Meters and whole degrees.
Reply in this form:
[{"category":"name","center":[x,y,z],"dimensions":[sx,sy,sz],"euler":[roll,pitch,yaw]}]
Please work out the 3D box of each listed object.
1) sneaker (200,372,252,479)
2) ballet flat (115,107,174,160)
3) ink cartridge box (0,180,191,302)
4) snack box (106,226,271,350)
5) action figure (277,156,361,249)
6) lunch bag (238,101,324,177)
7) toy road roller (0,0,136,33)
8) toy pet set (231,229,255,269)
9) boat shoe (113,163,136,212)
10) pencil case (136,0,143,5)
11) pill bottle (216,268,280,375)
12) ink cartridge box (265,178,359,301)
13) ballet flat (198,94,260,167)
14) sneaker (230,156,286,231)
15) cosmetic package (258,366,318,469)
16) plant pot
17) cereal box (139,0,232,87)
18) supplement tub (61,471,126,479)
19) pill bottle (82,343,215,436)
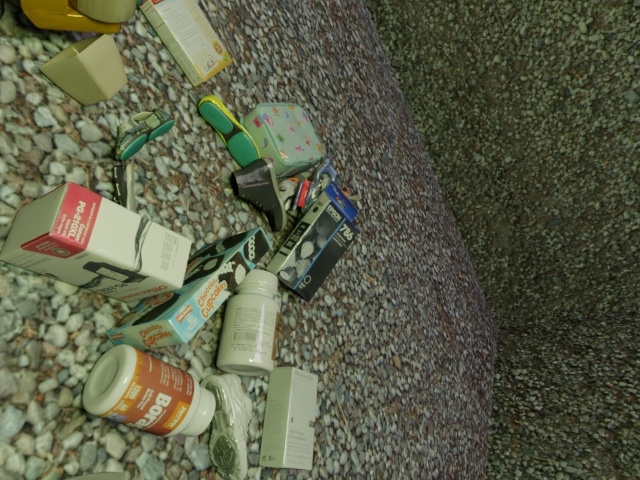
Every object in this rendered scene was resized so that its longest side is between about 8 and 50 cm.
[{"category":"sneaker","center":[-0.184,0.401,0.971],"dimensions":[0.115,0.090,0.232],"euler":[1,77,-60]},{"category":"ballet flat","center":[-0.394,-0.234,0.955],"dimensions":[0.070,0.070,0.188],"euler":[60,33,-22]},{"category":"ink cartridge box","center":[-0.373,0.016,0.762],"dimensions":[0.237,0.172,0.100],"euler":[34,50,-46]},{"category":"snack box","center":[-0.252,0.092,0.902],"dimensions":[0.060,0.187,0.322],"euler":[62,34,-19]},{"category":"action figure","center":[-0.030,-0.077,1.404],"dimensions":[0.330,0.178,0.341],"euler":[28,82,-41]},{"category":"lunch bag","center":[-0.113,-0.313,1.357],"dimensions":[0.224,0.108,0.279],"euler":[62,30,0]},{"category":"toy road roller","center":[-0.489,-0.513,0.735],"dimensions":[0.329,0.202,0.241],"euler":[-8,66,-32]},{"category":"toy pet set","center":[-0.212,0.036,1.131],"dimensions":[0.114,0.065,0.122],"euler":[166,-88,-87]},{"category":"boat shoe","center":[-0.399,-0.094,0.897],"dimensions":[0.046,0.038,0.125],"euler":[137,-52,-79]},{"category":"pencil case","center":[-0.464,-0.565,0.975],"dimensions":[0.151,0.064,0.070],"euler":[-28,120,-58]},{"category":"pill bottle","center":[-0.163,0.192,1.049],"dimensions":[0.131,0.131,0.229],"euler":[36,48,-44]},{"category":"ink cartridge box","center":[0.000,0.000,1.295],"dimensions":[0.165,0.065,0.333],"euler":[44,75,-38]},{"category":"ballet flat","center":[-0.238,-0.298,1.207],"dimensions":[0.231,0.077,0.077],"euler":[51,22,-29]},{"category":"sneaker","center":[-0.175,-0.110,1.231],"dimensions":[0.118,0.083,0.222],"euler":[-27,119,-26]},{"category":"cosmetic package","center":[-0.076,0.447,1.119],"dimensions":[0.117,0.085,0.231],"euler":[36,49,-45]},{"category":"plant pot","center":[-0.448,-0.329,0.868],"dimensions":[0.109,0.109,0.096],"euler":[-73,148,-41]},{"category":"cereal box","center":[-0.348,-0.544,1.160],"dimensions":[0.240,0.047,0.173],"euler":[57,36,-25]},{"category":"supplement tub","center":[-0.331,0.501,0.560],"dimensions":[0.235,0.235,0.325],"euler":[1,75,-57]},{"category":"pill bottle","center":[-0.300,0.283,0.807],"dimensions":[0.216,0.121,0.121],"euler":[43,44,-39]}]
